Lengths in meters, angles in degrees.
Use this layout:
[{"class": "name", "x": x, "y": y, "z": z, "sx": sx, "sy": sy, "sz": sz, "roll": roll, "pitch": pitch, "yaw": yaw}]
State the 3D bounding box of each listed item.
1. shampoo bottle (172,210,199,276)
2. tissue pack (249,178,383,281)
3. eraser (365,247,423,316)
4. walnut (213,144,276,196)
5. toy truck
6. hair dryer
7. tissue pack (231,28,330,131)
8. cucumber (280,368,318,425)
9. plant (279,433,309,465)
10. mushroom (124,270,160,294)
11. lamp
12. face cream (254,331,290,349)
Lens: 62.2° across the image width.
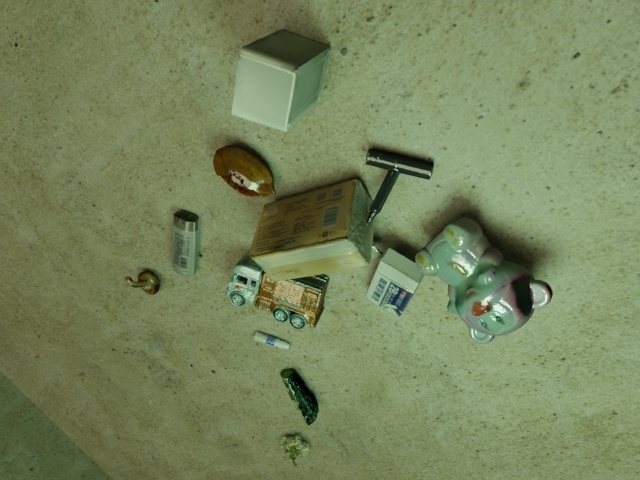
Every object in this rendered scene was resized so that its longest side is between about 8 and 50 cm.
[{"class": "shampoo bottle", "x": -0.447, "y": 0.012, "z": 1.750, "sx": 0.086, "sy": 0.056, "sz": 0.227, "roll": 20, "pitch": 125, "yaw": 12}, {"class": "tissue pack", "x": 0.000, "y": 0.000, "z": 1.472, "sx": 0.306, "sy": 0.238, "sz": 0.238, "roll": -12, "pitch": 114, "yaw": 27}, {"class": "eraser", "x": 0.208, "y": 0.121, "z": 1.492, "sx": 0.125, "sy": 0.068, "sz": 0.210, "roll": 33, "pitch": 149, "yaw": 12}, {"class": "walnut", "x": -0.212, "y": -0.190, "z": 1.498, "sx": 0.207, "sy": 0.115, "sz": 0.115, "roll": 33, "pitch": 126, "yaw": 0}, {"class": "toy truck", "x": -0.131, "y": 0.145, "z": 1.657, "sx": 0.306, "sy": 0.136, "sz": 0.162, "roll": 19, "pitch": 118, "yaw": 8}, {"class": "hair dryer", "x": 0.185, "y": -0.125, "z": 1.364, "sx": 0.173, "sy": 0.050, "sz": 0.194, "roll": 15, "pitch": 94, "yaw": 14}, {"class": "tissue pack", "x": -0.086, "y": -0.379, "z": 1.246, "sx": 0.136, "sy": 0.246, "sz": 0.159, "roll": 21, "pitch": 125, "yaw": 8}, {"class": "cucumber", "x": -0.074, "y": 0.553, "z": 1.915, "sx": 0.086, "sy": 0.115, "sz": 0.192, "roll": -33, "pitch": 103, "yaw": -10}, {"class": "plant", "x": -0.106, "y": 0.829, "z": 2.077, "sx": 0.117, "sy": 0.121, "sz": 0.104, "roll": -10, "pitch": 127, "yaw": 19}, {"class": "mushroom", "x": -0.631, "y": 0.142, "z": 1.891, "sx": 0.088, "sy": 0.072, "sz": 0.130, "roll": -11, "pitch": 150, "yaw": 43}, {"class": "lamp", "x": 0.415, "y": 0.095, "z": 1.361, "sx": 0.301, "sy": 0.248, "sz": 0.247, "roll": 52, "pitch": 124, "yaw": 14}, {"class": "face cream", "x": -0.168, "y": 0.355, "z": 1.859, "sx": 0.130, "sy": 0.034, "sz": 0.034, "roll": 16, "pitch": 124, "yaw": 13}]
